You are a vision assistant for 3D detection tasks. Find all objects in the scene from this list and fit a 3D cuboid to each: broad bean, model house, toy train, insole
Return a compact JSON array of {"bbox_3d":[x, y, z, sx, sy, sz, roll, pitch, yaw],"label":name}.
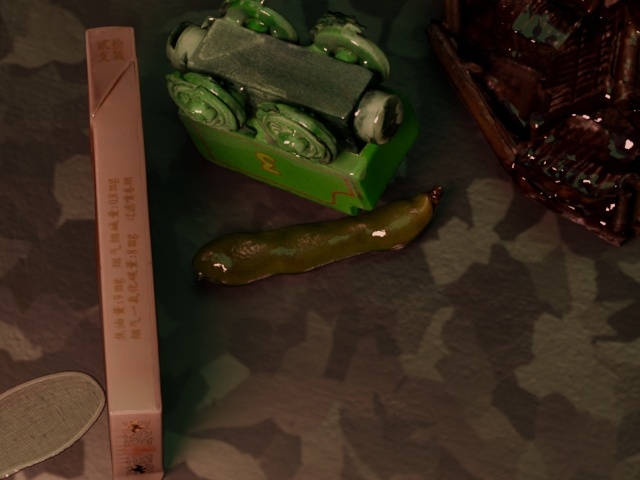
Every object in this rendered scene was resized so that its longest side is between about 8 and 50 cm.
[{"bbox_3d":[0.000,0.001,1.775,0.256,0.052,0.052,-15,42,-10],"label":"broad bean"},{"bbox_3d":[0.231,-0.210,1.758,0.297,0.282,0.317,14,65,2],"label":"model house"},{"bbox_3d":[-0.027,-0.124,1.736,0.243,0.188,0.132,21,69,27],"label":"toy train"},{"bbox_3d":[-0.300,0.189,1.695,0.232,0.003,0.080,-33,72,-17],"label":"insole"}]

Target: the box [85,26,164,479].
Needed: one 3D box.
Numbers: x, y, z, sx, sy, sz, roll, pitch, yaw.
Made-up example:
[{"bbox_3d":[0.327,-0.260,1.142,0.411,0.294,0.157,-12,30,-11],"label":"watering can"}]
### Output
[{"bbox_3d":[-0.176,0.015,1.672,0.051,0.204,0.365,-3,66,-6],"label":"box"}]
